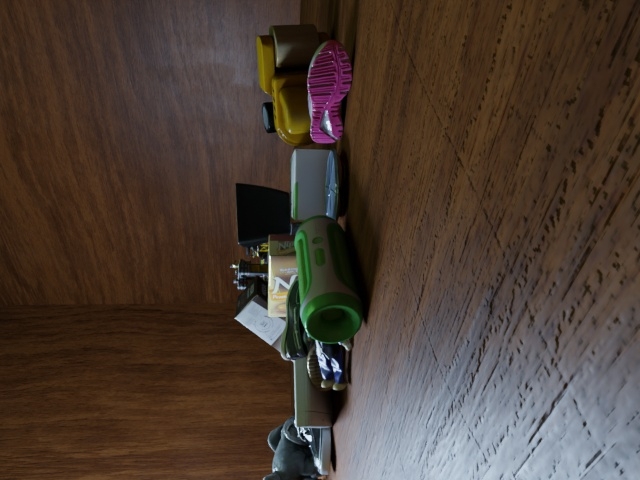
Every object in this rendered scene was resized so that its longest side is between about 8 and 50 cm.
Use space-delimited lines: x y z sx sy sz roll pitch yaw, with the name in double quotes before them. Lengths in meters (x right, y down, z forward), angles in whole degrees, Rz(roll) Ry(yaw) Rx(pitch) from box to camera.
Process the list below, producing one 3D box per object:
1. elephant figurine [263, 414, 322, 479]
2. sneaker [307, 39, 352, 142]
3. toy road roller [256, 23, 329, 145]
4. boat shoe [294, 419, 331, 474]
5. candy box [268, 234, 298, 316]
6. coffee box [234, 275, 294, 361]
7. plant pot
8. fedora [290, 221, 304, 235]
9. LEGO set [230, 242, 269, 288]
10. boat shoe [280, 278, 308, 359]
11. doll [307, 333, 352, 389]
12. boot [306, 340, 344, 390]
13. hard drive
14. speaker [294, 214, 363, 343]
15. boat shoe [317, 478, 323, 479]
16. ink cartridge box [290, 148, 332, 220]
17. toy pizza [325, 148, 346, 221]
"elephant figurine" -0.083 0.630 1.361 0.186 0.169 0.240 58 -168 -50
"sneaker" 0.011 -0.362 1.029 0.252 0.102 0.111 100 166 -51
"toy road roller" -0.057 -0.441 1.253 0.241 0.202 0.330 -123 27 -56
"boat shoe" -0.027 0.553 1.280 0.301 0.102 0.108 -102 14 -61
"candy box" -0.069 0.115 1.316 0.317 0.182 0.088 98 169 -48
"coffee box" -0.153 0.284 1.543 0.119 0.297 0.168 -45 19 10
"plant pot" -0.181 -0.079 1.396 0.187 0.166 0.188 139 128 -83
"fedora" -0.065 0.039 1.537 0.244 0.124 0.276 -97 10 -48
"LEGO set" -0.250 0.037 1.669 0.331 0.191 0.255 105 162 -51
"boat shoe" -0.047 0.192 1.064 0.075 0.064 0.206 44 -134 -49
"doll" 0.018 0.238 0.968 0.129 0.046 0.189 -6 101 43
"boot" 0.020 0.235 1.119 0.207 0.090 0.249 -59 -30 -80
"hard drive" -0.021 0.322 1.185 0.233 0.047 0.354 56 -153 -62
"speaker" 0.011 0.069 0.915 0.297 0.131 0.131 -99 12 -54
"boat shoe" -0.023 0.787 1.218 0.342 0.123 0.123 103 158 -75
"ink cartridge box" -0.033 -0.164 1.317 0.273 0.114 0.199 -144 55 -82
"toy pizza" 0.038 -0.128 1.081 0.201 0.032 0.202 -179 90 -84
